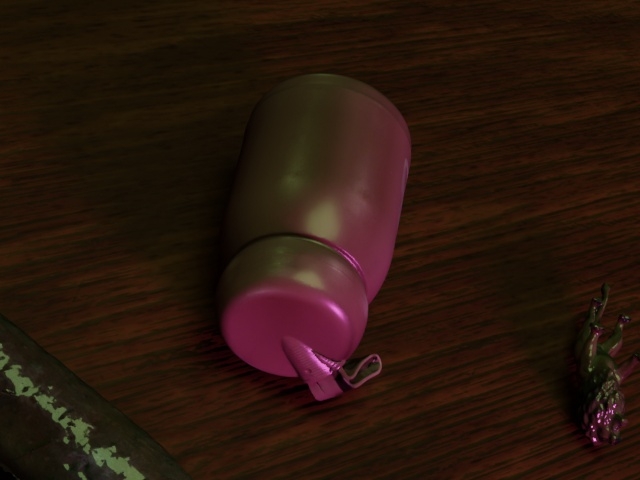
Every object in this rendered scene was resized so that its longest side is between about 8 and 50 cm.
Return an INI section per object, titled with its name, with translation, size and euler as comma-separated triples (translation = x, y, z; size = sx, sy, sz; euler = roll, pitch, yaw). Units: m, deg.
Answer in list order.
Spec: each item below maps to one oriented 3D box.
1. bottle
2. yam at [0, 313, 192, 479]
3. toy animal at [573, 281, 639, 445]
[bottle]
translation = 0.000, 0.000, 1.480
size = 0.206, 0.173, 0.297
euler = 52, 32, -32
[yam]
translation = -0.219, 0.156, 1.241
size = 0.259, 0.106, 0.106
euler = 41, 42, 4
[toy animal]
translation = 0.298, 0.115, 1.604
size = 0.069, 0.086, 0.220
euler = 25, 42, -8
